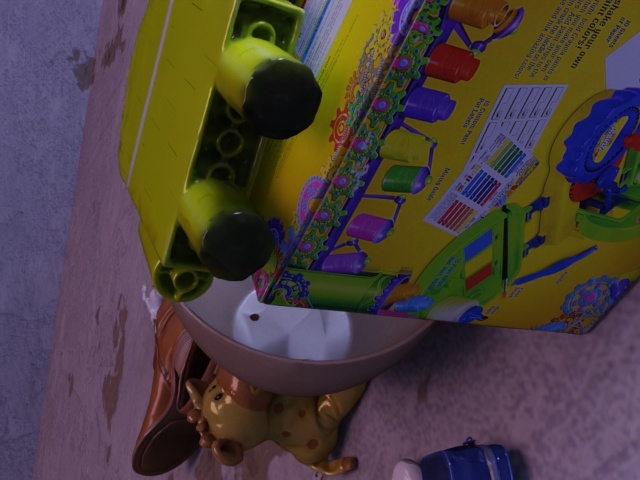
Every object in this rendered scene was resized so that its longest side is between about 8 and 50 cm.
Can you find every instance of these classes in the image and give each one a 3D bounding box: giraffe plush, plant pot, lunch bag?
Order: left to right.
[{"bbox_3d":[-0.062,0.182,0.847,0.181,0.170,0.211,-4,79,61],"label":"giraffe plush"},{"bbox_3d":[-0.019,0.044,0.741,0.191,0.283,0.284,100,160,-51],"label":"plant pot"},{"bbox_3d":[0.127,0.212,0.605,0.067,0.065,0.099,123,145,-65],"label":"lunch bag"}]

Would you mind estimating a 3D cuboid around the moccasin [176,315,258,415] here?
[{"bbox_3d":[-0.131,0.074,0.988,0.139,0.146,0.380,-121,40,-53],"label":"moccasin"}]

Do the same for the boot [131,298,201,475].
[{"bbox_3d":[-0.269,0.241,1.279,0.220,0.109,0.284,49,123,53],"label":"boot"}]

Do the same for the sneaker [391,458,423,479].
[{"bbox_3d":[0.070,0.285,0.694,0.053,0.061,0.152,-7,75,63],"label":"sneaker"}]

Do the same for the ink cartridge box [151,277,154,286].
[{"bbox_3d":[-0.298,-0.009,1.473,0.145,0.045,0.180,-35,55,53],"label":"ink cartridge box"}]

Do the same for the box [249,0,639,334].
[{"bbox_3d":[0.118,-0.104,0.477,0.290,0.279,0.177,-61,34,33],"label":"box"}]

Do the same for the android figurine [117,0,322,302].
[{"bbox_3d":[-0.080,-0.091,0.487,0.273,0.056,0.248,47,124,56],"label":"android figurine"}]

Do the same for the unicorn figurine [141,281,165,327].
[{"bbox_3d":[-0.300,0.108,1.373,0.162,0.060,0.111,103,153,-47],"label":"unicorn figurine"}]
